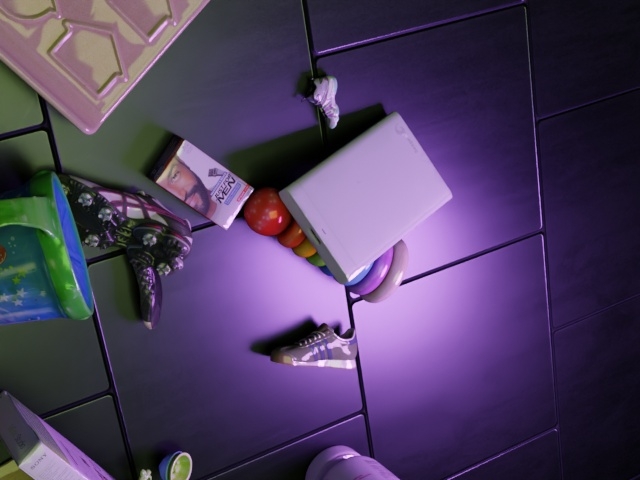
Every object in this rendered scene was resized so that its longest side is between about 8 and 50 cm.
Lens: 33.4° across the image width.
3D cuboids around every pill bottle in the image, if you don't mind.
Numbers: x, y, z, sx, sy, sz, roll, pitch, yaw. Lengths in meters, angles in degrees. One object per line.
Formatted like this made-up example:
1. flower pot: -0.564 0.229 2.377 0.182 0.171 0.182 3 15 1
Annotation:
1. pill bottle: 0.093 0.524 2.103 0.160 0.283 0.160 -9 109 -28

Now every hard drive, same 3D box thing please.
1. hard drive: 0.090 -0.084 1.976 0.307 0.040 0.203 -37 96 -32

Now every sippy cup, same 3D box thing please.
1. sippy cup: -0.485 0.032 1.625 0.224 0.240 0.305 -15 125 -8

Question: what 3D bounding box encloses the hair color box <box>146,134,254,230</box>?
1. hair color box: -0.210 -0.101 1.878 0.167 0.053 0.093 35 87 -32

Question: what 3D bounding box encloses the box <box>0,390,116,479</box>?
1. box: -0.414 0.403 1.807 0.058 0.232 0.322 -46 121 -11

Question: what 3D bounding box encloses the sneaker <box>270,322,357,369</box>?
1. sneaker: -0.009 0.202 2.084 0.192 0.064 0.086 8 93 -32

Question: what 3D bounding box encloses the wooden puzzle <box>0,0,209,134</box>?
1. wooden puzzle: -0.378 -0.395 1.685 0.322 0.080 0.348 44 76 -32

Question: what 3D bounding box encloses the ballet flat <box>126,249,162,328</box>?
1. ballet flat: -0.311 0.075 1.885 0.049 0.057 0.173 -1 108 12

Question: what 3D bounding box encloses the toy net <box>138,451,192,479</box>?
1. toy net: -0.285 0.512 1.994 0.122 0.045 0.232 -37 128 -57

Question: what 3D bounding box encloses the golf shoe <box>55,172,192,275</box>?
1. golf shoe: -0.344 -0.040 1.802 0.273 0.120 0.105 30 121 -13

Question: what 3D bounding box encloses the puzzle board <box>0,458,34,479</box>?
1. puzzle board: -0.559 0.442 1.867 0.128 0.011 0.096 -30 118 -19

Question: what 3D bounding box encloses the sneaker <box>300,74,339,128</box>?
1. sneaker: -0.004 -0.253 1.963 0.069 0.038 0.098 -9 100 -26

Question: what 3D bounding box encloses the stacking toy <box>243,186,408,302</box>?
1. stacking toy: 0.000 0.000 1.992 0.330 0.141 0.141 25 92 -28
